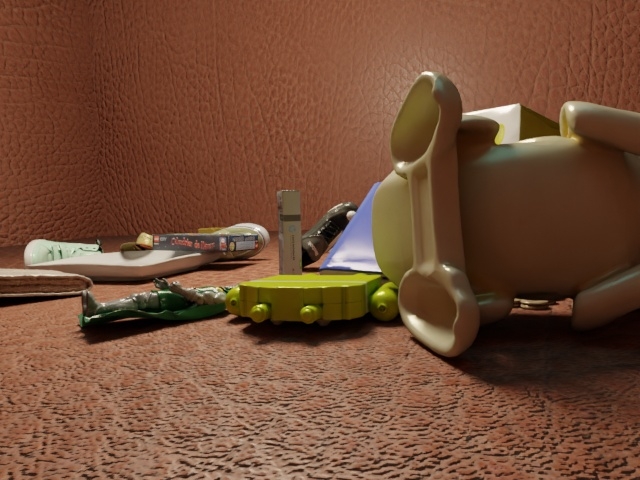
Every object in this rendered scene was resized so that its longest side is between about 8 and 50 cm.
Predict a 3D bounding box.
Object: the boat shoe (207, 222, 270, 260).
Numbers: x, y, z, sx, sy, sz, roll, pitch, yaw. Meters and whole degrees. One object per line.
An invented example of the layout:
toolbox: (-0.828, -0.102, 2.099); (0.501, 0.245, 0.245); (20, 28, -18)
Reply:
boat shoe: (-0.296, 0.022, 1.609); (0.303, 0.109, 0.094); (-10, 16, 24)

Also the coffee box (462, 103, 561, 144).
coffee box: (0.474, -0.152, 1.495); (0.338, 0.337, 0.335); (6, -3, -43)

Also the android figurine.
android figurine: (-0.009, 0.079, 0.755); (0.249, 0.056, 0.273); (-1, 2, 14)

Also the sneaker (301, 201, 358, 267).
sneaker: (0.000, 0.000, 1.286); (0.234, 0.078, 0.106); (-38, 7, 17)

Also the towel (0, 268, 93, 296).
towel: (-0.610, 0.078, 1.033); (0.282, 0.049, 0.187); (3, 0, -42)

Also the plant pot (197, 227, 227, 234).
plant pot: (-0.406, -0.005, 2.046); (0.081, 0.083, 0.081); (0, 5, 28)

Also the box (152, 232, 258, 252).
box: (-0.308, 0.005, 1.455); (0.233, 0.044, 0.159); (1, 3, 21)

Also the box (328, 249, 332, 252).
box: (0.095, -0.007, 1.694); (0.130, 0.090, 0.170); (-4, 4, -18)

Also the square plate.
square plate: (-0.482, 0.061, 1.382); (0.348, 0.049, 0.344); (-1, 5, 21)

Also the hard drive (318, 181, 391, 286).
hard drive: (0.153, -0.019, 0.993); (0.210, 0.040, 0.318); (3, 33, 24)

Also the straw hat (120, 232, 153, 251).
straw hat: (-0.520, 0.010, 1.611); (0.145, 0.061, 0.144); (6, -24, 3)

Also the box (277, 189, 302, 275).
box: (-0.061, -0.005, 1.057); (0.038, 0.186, 0.145); (-1, 3, -8)

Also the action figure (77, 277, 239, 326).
action figure: (-0.219, 0.088, 0.787); (0.232, 0.063, 0.137); (-1, -1, -32)

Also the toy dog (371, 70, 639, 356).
toy dog: (0.290, -0.008, 0.673); (0.408, 0.284, 0.395); (-2, -14, -9)

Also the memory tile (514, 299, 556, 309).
memory tile: (0.279, 0.084, 0.819); (0.148, 0.012, 0.113); (0, 4, 39)

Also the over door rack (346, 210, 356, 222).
over door rack: (0.180, -0.017, 1.107); (0.240, 0.108, 0.324); (-9, 16, 5)

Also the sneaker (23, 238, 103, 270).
sneaker: (-0.697, 0.042, 1.494); (0.151, 0.094, 0.256); (1, 5, 1)
